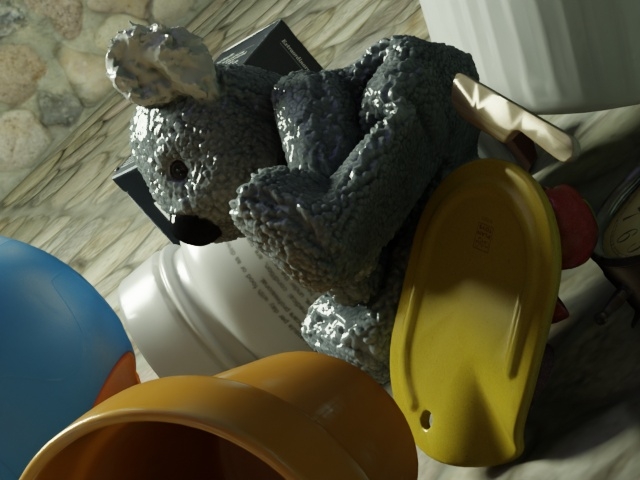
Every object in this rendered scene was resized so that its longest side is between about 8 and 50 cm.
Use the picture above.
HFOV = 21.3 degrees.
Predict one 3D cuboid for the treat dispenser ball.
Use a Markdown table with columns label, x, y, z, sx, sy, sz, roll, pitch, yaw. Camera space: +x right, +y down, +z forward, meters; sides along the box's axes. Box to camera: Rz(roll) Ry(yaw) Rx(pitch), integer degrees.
| label | x | y | z | sx | sy | sz | roll | pitch | yaw |
| --- | --- | --- | --- | --- | --- | --- | --- | --- | --- |
| treat dispenser ball | -0.276 | 0.136 | 1.293 | 0.288 | 0.288 | 0.288 | -37 | 17 | 13 |

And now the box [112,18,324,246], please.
| label | x | y | z | sx | sy | sz | roll | pitch | yaw |
| --- | --- | --- | --- | --- | --- | --- | --- | --- | --- |
| box | -0.070 | -0.083 | 1.630 | 0.108 | 0.153 | 0.207 | -21 | 25 | 51 |

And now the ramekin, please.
| label | x | y | z | sx | sy | sz | roll | pitch | yaw |
| --- | --- | --- | --- | --- | --- | --- | --- | --- | --- |
| ramekin | 0.197 | -0.190 | 1.193 | 0.277 | 0.135 | 0.277 | -13 | 21 | 5 |

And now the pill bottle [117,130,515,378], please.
| label | x | y | z | sx | sy | sz | roll | pitch | yaw |
| --- | --- | --- | --- | --- | --- | --- | --- | --- | --- |
| pill bottle | 0.000 | 0.000 | 1.247 | 0.283 | 0.160 | 0.160 | -38 | 17 | 12 |

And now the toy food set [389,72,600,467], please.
| label | x | y | z | sx | sy | sz | roll | pitch | yaw |
| --- | --- | --- | --- | --- | --- | --- | --- | --- | --- |
| toy food set | 0.114 | 0.025 | 0.989 | 0.128 | 0.071 | 0.218 | 28 | 108 | 53 |

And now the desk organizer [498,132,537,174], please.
| label | x | y | z | sx | sy | sz | roll | pitch | yaw |
| --- | --- | --- | --- | --- | --- | --- | --- | --- | --- |
| desk organizer | 0.117 | -0.066 | 1.357 | 0.130 | 0.047 | 0.050 | -22 | 23 | 48 |

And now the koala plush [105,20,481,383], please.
| label | x | y | z | sx | sy | sz | roll | pitch | yaw |
| --- | --- | --- | --- | --- | --- | --- | --- | --- | --- |
| koala plush | -0.026 | -0.052 | 1.086 | 0.221 | 0.196 | 0.203 | 17 | 67 | 26 |

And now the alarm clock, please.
| label | x | y | z | sx | sy | sz | roll | pitch | yaw |
| --- | --- | --- | --- | --- | --- | --- | --- | --- | --- |
| alarm clock | 0.234 | -0.023 | 0.958 | 0.192 | 0.064 | 0.129 | -38 | 16 | 20 |

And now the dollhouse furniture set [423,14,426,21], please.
| label | x | y | z | sx | sy | sz | roll | pitch | yaw |
| --- | --- | --- | --- | --- | --- | --- | --- | --- | --- |
| dollhouse furniture set | 0.194 | -0.231 | 1.507 | 0.182 | 0.101 | 0.161 | -35 | 18 | 19 |

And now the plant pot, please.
| label | x | y | z | sx | sy | sz | roll | pitch | yaw |
| --- | --- | --- | --- | --- | --- | --- | --- | --- | --- |
| plant pot | -0.036 | 0.152 | 0.925 | 0.205 | 0.205 | 0.188 | -32 | 3 | 28 |
